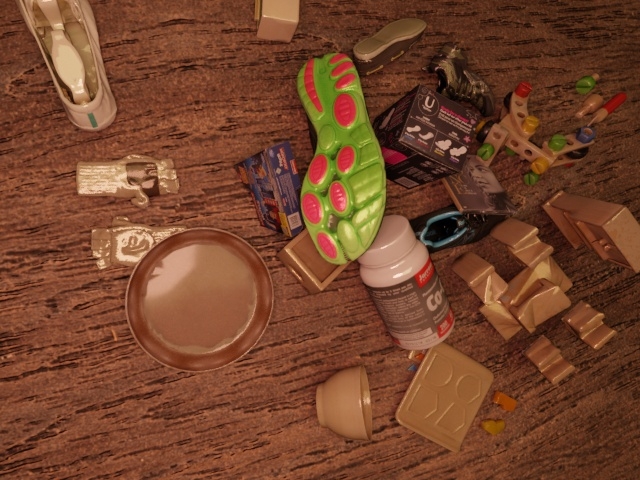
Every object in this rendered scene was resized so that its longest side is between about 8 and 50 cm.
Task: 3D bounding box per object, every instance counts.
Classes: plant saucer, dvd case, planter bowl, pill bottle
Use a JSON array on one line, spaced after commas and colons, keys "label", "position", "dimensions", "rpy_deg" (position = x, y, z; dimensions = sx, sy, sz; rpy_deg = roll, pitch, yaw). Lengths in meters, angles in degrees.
[{"label": "plant saucer", "position": [-0.258, 0.126, 1.011], "dimensions": [0.310, 0.050, 0.311], "rpy_deg": [-1, 93, -21]}, {"label": "dvd case", "position": [0.376, -0.149, 1.160], "dimensions": [0.164, 0.018, 0.221], "rpy_deg": [0, 48, -20]}, {"label": "planter bowl", "position": [0.051, 0.369, 1.053], "dimensions": [0.109, 0.162, 0.162], "rpy_deg": [-8, 89, 11]}, {"label": "pill bottle", "position": [0.187, 0.096, 1.052], "dimensions": [0.161, 0.161, 0.283], "rpy_deg": [-35, 116, -15]}]

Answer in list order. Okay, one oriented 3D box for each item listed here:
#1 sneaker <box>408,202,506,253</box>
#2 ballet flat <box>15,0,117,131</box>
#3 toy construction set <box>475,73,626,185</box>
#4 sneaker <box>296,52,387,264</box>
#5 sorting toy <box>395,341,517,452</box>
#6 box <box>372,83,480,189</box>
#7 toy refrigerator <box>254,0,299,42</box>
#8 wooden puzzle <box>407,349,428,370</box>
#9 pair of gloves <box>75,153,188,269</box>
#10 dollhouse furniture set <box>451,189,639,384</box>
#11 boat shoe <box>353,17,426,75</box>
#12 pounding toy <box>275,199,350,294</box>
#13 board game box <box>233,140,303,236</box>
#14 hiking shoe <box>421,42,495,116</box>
[{"label": "sneaker", "position": [0.352, -0.038, 1.157], "dimensions": [0.340, 0.139, 0.125], "rpy_deg": [-23, 91, -17]}, {"label": "ballet flat", "position": [-0.524, -0.425, 0.943], "dimensions": [0.139, 0.139, 0.401], "rpy_deg": [-21, 92, -16]}, {"label": "toy construction set", "position": [0.524, -0.251, 1.117], "dimensions": [0.237, 0.308, 0.258], "rpy_deg": [-36, 95, -25]}, {"label": "sneaker", "position": [0.059, -0.177, 1.015], "dimensions": [0.185, 0.202, 0.484], "rpy_deg": [-8, 69, 18]}, {"label": "sorting toy", "position": [0.352, 0.413, 1.186], "dimensions": [0.307, 0.041, 0.229], "rpy_deg": [32, 79, -16]}, {"label": "box", "position": [0.219, -0.228, 1.075], "dimensions": [0.163, 0.247, 0.142], "rpy_deg": [23, 82, -13]}, {"label": "toy refrigerator", "position": [-0.102, -0.623, 1.087], "dimensions": [0.094, 0.102, 0.270], "rpy_deg": [2, 87, -15]}, {"label": "wooden puzzle", "position": [0.264, 0.279, 1.178], "dimensions": [0.078, 0.014, 0.117], "rpy_deg": [18, 82, -14]}, {"label": "pair of gloves", "position": [-0.401, -0.065, 1.002], "dimensions": [0.204, 0.042, 0.241], "rpy_deg": [-11, 95, -21]}, {"label": "dollhouse furniture set", "position": [0.581, 0.076, 1.199], "dimensions": [0.394, 0.256, 0.362], "rpy_deg": [-42, 103, 6]}, {"label": "boat shoe", "position": [0.175, -0.492, 1.176], "dimensions": [0.227, 0.069, 0.081], "rpy_deg": [-33, 56, -19]}, {"label": "pounding toy", "position": [-0.002, -0.011, 1.087], "dimensions": [0.206, 0.094, 0.181], "rpy_deg": [-43, 93, -23]}, {"label": "board game box", "position": [-0.115, -0.122, 1.027], "dimensions": [0.060, 0.194, 0.194], "rpy_deg": [-26, 115, -26]}, {"label": "hiking shoe", "position": [0.364, -0.400, 1.223], "dimensions": [0.114, 0.086, 0.227], "rpy_deg": [-42, 105, 9]}]
